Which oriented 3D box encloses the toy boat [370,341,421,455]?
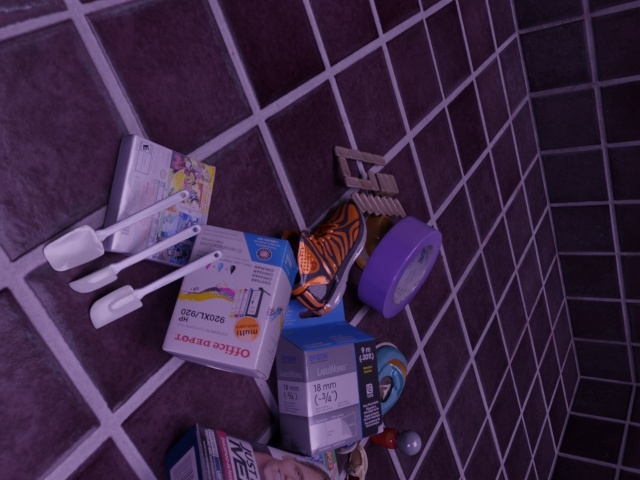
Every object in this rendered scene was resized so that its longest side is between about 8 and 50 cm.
[{"bbox_3d":[0.182,0.439,1.504,0.267,0.148,0.319,-34,115,-47],"label":"toy boat"}]

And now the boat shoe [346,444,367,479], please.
[{"bbox_3d":[0.095,0.617,1.469,0.045,0.050,0.136,2,88,-57],"label":"boat shoe"}]

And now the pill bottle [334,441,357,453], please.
[{"bbox_3d":[0.048,0.474,1.397,0.067,0.067,0.120,-38,118,-45],"label":"pill bottle"}]

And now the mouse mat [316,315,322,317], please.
[{"bbox_3d":[0.009,0.279,1.399,0.153,0.007,0.190,53,52,-37],"label":"mouse mat"}]

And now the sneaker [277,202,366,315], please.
[{"bbox_3d":[0.000,0.000,1.300,0.180,0.124,0.321,43,46,-30],"label":"sneaker"}]

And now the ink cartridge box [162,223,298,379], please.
[{"bbox_3d":[-0.156,0.118,1.011,0.168,0.171,0.233,82,20,-70],"label":"ink cartridge box"}]

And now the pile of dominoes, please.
[{"bbox_3d":[0.131,-0.151,1.519,0.251,0.040,0.196,1,68,-50],"label":"pile of dominoes"}]

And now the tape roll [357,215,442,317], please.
[{"bbox_3d":[0.219,0.074,1.501,0.275,0.090,0.275,-41,150,-30],"label":"tape roll"}]

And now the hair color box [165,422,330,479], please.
[{"bbox_3d":[-0.115,0.486,1.042,0.347,0.174,0.105,34,107,-35],"label":"hair color box"}]

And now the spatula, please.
[{"bbox_3d":[-0.298,0.024,0.900,0.242,0.019,0.168,-28,112,-10],"label":"spatula"}]

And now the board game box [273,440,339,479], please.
[{"bbox_3d":[-0.033,0.608,1.310,0.213,0.046,0.318,-24,108,-50],"label":"board game box"}]

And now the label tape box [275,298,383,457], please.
[{"bbox_3d":[0.019,0.297,1.277,0.240,0.105,0.334,1,82,-44],"label":"label tape box"}]

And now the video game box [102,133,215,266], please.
[{"bbox_3d":[-0.287,-0.063,0.993,0.187,0.048,0.205,19,75,-48],"label":"video game box"}]

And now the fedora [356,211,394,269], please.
[{"bbox_3d":[0.157,-0.011,1.533,0.194,0.079,0.195,-1,91,-52],"label":"fedora"}]
